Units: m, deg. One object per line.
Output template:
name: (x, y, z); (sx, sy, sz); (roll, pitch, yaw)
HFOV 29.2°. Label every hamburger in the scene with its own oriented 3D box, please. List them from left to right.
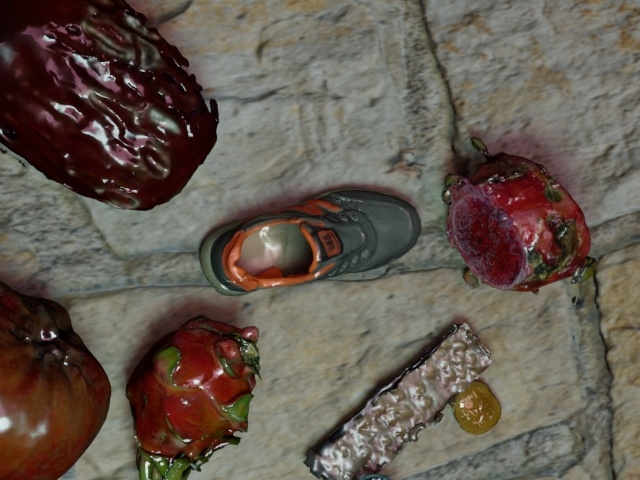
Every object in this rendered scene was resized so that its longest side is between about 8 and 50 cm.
hamburger: (0.240, 0.258, 1.911); (0.076, 0.044, 0.083); (-42, 103, -9)

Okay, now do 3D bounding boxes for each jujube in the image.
jujube: (-0.318, -0.204, 1.661); (0.377, 0.258, 0.258); (41, 82, -7)

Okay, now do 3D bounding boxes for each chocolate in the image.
chocolate: (0.120, 0.258, 1.868); (0.329, 0.065, 0.102); (-41, 91, -9)

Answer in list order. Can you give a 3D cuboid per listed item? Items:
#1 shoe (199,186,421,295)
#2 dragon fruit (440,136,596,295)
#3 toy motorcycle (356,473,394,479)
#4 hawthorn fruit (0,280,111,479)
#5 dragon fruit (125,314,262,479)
shoe: (0.000, 0.000, 1.775); (0.336, 0.171, 0.132); (-12, 94, -13)
dragon fruit: (0.275, -0.021, 1.841); (0.147, 0.211, 0.282); (-36, 73, -17)
toy motorcycle: (0.091, 0.493, 1.828); (0.169, 0.113, 0.315); (11, 107, -9)
hawthorn fruit: (-0.448, 0.208, 1.619); (0.308, 0.325, 0.308); (27, 51, -40)
dragon fruit: (-0.171, 0.239, 1.726); (0.200, 0.198, 0.269); (-1, 89, 28)
